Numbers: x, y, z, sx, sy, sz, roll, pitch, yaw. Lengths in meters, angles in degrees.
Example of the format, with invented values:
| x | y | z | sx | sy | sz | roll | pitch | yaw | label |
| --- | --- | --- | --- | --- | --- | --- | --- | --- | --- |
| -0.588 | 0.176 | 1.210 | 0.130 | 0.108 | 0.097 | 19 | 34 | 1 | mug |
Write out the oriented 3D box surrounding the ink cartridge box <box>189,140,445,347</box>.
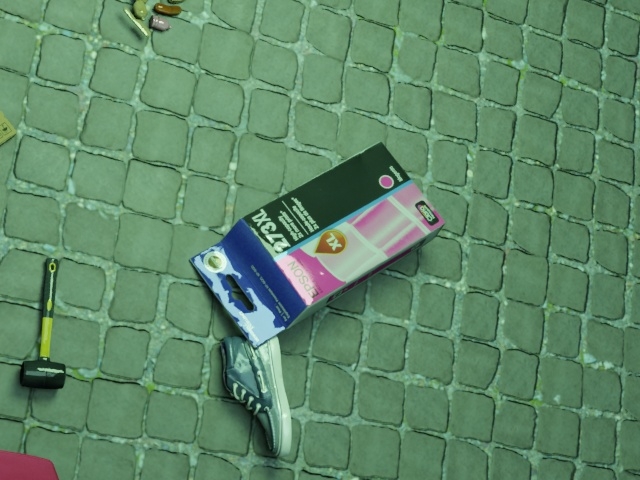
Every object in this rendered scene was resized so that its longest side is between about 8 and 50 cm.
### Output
| x | y | z | sx | sy | sz | roll | pitch | yaw | label |
| --- | --- | --- | --- | --- | --- | --- | --- | --- | --- |
| 0.000 | 0.000 | 1.951 | 0.371 | 0.069 | 0.175 | -31 | 75 | -24 | ink cartridge box |

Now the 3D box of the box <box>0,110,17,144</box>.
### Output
| x | y | z | sx | sy | sz | roll | pitch | yaw | label |
| --- | --- | --- | --- | --- | --- | --- | --- | --- | --- |
| -0.542 | -0.167 | 1.753 | 0.164 | 0.021 | 0.201 | 52 | 46 | -6 | box |

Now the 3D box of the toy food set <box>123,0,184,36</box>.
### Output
| x | y | z | sx | sy | sz | roll | pitch | yaw | label |
| --- | --- | --- | --- | --- | --- | --- | --- | --- | --- |
| -0.251 | -0.365 | 1.965 | 0.078 | 0.019 | 0.122 | 49 | 57 | -8 | toy food set |

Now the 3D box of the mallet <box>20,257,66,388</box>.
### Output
| x | y | z | sx | sy | sz | roll | pitch | yaw | label |
| --- | --- | --- | --- | --- | --- | --- | --- | --- | --- |
| -0.378 | 0.119 | 1.794 | 0.062 | 0.039 | 0.189 | 15 | 69 | -19 | mallet |

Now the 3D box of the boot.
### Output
| x | y | z | sx | sy | sz | roll | pitch | yaw | label |
| --- | --- | --- | --- | --- | --- | --- | --- | --- | --- |
| -0.099 | 0.231 | 1.882 | 0.086 | 0.069 | 0.190 | -4 | 71 | -20 | boot |

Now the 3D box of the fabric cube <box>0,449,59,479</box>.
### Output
| x | y | z | sx | sy | sz | roll | pitch | yaw | label |
| --- | --- | --- | --- | --- | --- | --- | --- | --- | --- |
| -0.455 | 0.403 | 1.530 | 0.259 | 0.258 | 0.254 | 14 | 95 | -21 | fabric cube |
